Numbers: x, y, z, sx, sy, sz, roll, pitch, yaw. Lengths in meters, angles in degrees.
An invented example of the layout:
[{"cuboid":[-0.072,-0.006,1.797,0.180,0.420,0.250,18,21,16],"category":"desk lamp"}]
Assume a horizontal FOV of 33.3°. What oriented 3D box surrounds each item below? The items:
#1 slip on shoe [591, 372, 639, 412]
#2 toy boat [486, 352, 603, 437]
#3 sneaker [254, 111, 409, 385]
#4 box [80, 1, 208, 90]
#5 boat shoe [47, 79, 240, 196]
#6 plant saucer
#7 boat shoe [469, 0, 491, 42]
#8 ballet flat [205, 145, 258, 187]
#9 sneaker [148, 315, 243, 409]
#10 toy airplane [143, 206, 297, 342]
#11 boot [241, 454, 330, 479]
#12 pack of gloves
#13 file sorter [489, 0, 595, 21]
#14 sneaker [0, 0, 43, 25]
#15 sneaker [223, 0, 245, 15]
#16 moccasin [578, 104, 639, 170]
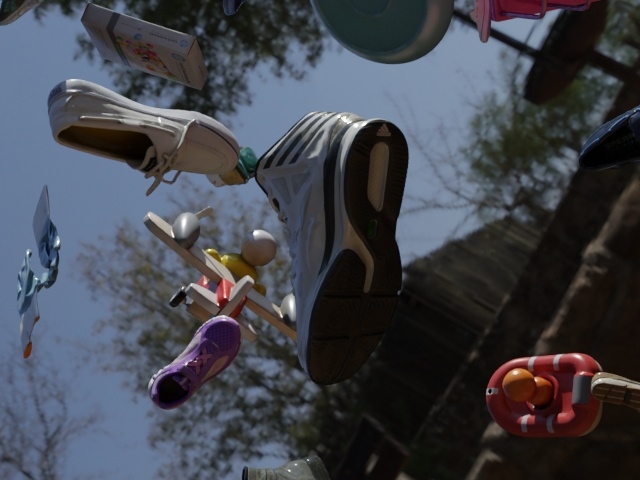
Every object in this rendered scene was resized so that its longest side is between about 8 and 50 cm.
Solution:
[{"cuboid":[0.492,0.240,1.682,0.041,0.135,0.051,-64,-16,-61],"category":"slip on shoe"},{"cuboid":[0.388,0.272,1.937,0.151,0.231,0.151,23,-113,-34],"category":"toy boat"},{"cuboid":[0.001,0.000,1.794,0.169,0.257,0.448,1,-75,-38],"category":"sneaker"},{"cuboid":[-0.283,-0.314,1.747,0.145,0.186,0.038,82,-153,-76],"category":"box"},{"cuboid":[-0.302,-0.159,1.892,0.367,0.156,0.136,19,-47,-32],"category":"boat shoe"},{"cuboid":[0.095,-0.464,1.967,0.043,0.317,0.318,-44,-23,-43],"category":"plant saucer"},{"cuboid":[0.273,-0.388,1.830,0.035,0.035,0.100,-34,-54,-66],"category":"boat shoe"},{"cuboid":[-0.235,-0.184,2.729,0.123,0.123,0.348,-62,-3,7],"category":"ballet flat"},{"cuboid":[-0.245,0.248,2.087,0.236,0.095,0.104,-45,1,4],"category":"sneaker"},{"cuboid":[-0.198,0.089,2.481,0.272,0.384,0.386,-53,-34,-9],"category":"toy airplane"},{"cuboid":[-0.038,0.491,1.897,0.161,0.246,0.083,-7,-51,-29],"category":"boot"},{"cuboid":[-0.446,0.049,1.743,0.046,0.232,0.195,13,-65,-26],"category":"pack of gloves"},{"cuboid":[0.397,-0.431,1.511,0.182,0.290,0.202,-131,29,-70],"category":"file sorter"},{"cuboid":[-0.556,-0.453,1.961,0.166,0.076,0.065,-21,26,36],"category":"sneaker"},{"cuboid":[-0.116,-0.431,1.780,0.053,0.059,0.144,89,-156,-65],"category":"sneaker"},{"cuboid":[0.646,-0.203,2.063,0.117,0.138,0.342,-38,1,-40],"category":"moccasin"}]
